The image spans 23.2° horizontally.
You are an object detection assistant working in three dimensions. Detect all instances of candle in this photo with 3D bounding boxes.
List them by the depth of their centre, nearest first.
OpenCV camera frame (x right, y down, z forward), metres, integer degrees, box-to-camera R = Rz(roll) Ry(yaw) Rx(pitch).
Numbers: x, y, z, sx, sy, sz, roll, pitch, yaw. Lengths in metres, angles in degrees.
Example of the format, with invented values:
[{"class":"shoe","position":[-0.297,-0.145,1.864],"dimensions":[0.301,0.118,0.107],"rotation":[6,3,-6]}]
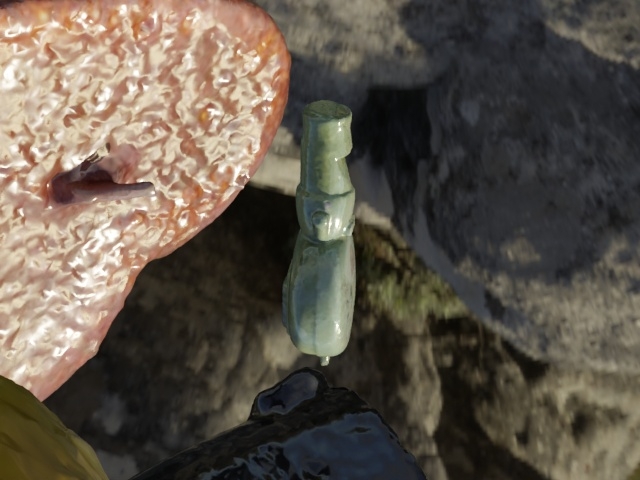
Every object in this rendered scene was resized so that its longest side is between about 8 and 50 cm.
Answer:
[{"class":"candle","position":[-0.159,-0.053,0.853],"dimensions":[0.317,0.131,0.287],"rotation":[-47,146,-11]}]

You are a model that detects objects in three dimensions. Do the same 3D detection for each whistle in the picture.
[{"class":"whistle","position":[0.000,0.000,1.408],"dimensions":[0.067,0.126,0.258],"rotation":[4,117,4]}]

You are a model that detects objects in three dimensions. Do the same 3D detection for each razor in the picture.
[{"class":"razor","position":[-0.078,0.240,1.146],"dimensions":[0.326,0.107,0.189],"rotation":[-33,63,-12]}]

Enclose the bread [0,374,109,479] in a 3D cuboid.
[{"class":"bread","position":[-0.130,0.143,0.512],"dimensions":[0.170,0.197,0.197],"rotation":[-23,108,-7]}]
